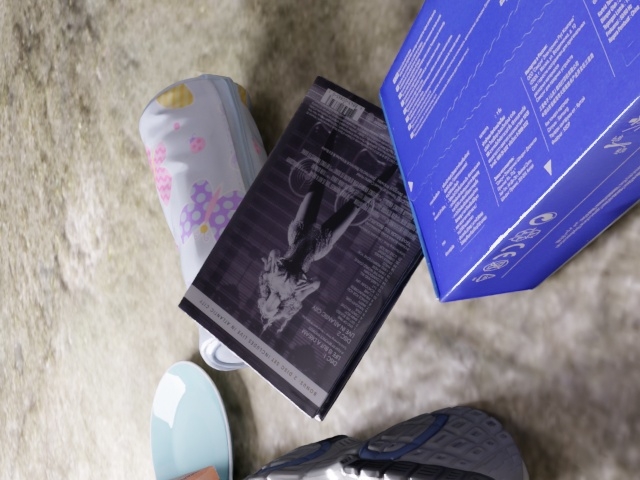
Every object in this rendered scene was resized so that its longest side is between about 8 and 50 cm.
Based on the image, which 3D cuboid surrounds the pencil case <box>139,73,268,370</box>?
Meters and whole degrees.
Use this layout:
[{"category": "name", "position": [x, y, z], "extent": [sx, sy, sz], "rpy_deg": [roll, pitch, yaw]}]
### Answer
[{"category": "pencil case", "position": [-0.083, -0.019, 0.859], "extent": [0.124, 0.113, 0.273], "rpy_deg": [116, 140, -52]}]

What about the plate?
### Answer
[{"category": "plate", "position": [-0.133, 0.221, 1.010], "extent": [0.188, 0.024, 0.188], "rpy_deg": [-2, 88, 54]}]

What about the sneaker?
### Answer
[{"category": "sneaker", "position": [0.053, 0.204, 0.701], "extent": [0.297, 0.111, 0.129], "rpy_deg": [-30, 82, 55]}]

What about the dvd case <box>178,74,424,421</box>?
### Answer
[{"category": "dvd case", "position": [0.000, 0.000, 0.724], "extent": [0.164, 0.018, 0.221], "rpy_deg": [34, 94, 34]}]

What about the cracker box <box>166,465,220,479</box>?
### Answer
[{"category": "cracker box", "position": [-0.153, 0.329, 0.966], "extent": [0.232, 0.067, 0.156], "rpy_deg": [-32, 82, 50]}]

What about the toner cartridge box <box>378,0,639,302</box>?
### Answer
[{"category": "toner cartridge box", "position": [0.129, -0.104, 0.496], "extent": [0.348, 0.075, 0.165], "rpy_deg": [119, 141, -63]}]
